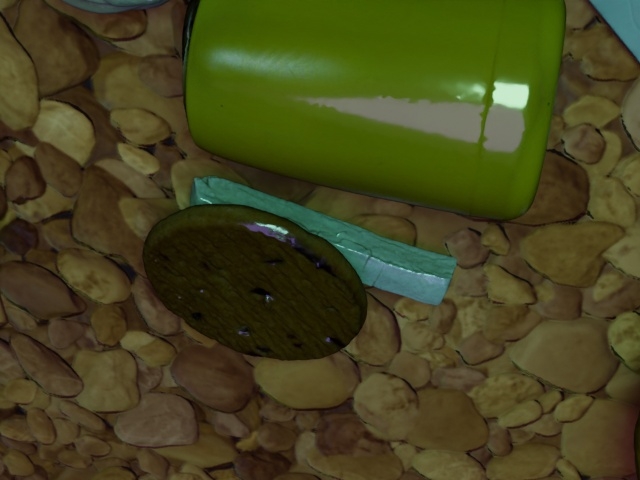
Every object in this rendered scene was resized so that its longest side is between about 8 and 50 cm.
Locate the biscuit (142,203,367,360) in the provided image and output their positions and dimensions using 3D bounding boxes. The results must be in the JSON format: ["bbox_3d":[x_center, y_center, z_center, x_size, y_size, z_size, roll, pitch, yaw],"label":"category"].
[{"bbox_3d":[-0.060,0.039,0.991,0.212,0.036,0.212,11,142,9],"label":"biscuit"}]

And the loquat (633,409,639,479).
[{"bbox_3d":[0.405,0.161,0.903,0.274,0.275,0.275,5,124,7],"label":"loquat"}]

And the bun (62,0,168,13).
[{"bbox_3d":[-0.134,-0.226,0.777,0.172,0.120,0.173,-16,153,-9],"label":"bun"}]

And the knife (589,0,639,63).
[{"bbox_3d":[0.203,-0.211,0.816,0.331,0.044,0.080,37,115,-22],"label":"knife"}]

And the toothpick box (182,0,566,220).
[{"bbox_3d":[0.034,-0.118,0.824,0.271,0.175,0.175,9,124,8],"label":"toothpick box"}]

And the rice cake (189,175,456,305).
[{"bbox_3d":[0.000,0.000,0.983,0.245,0.042,0.045,19,137,-4],"label":"rice cake"}]
